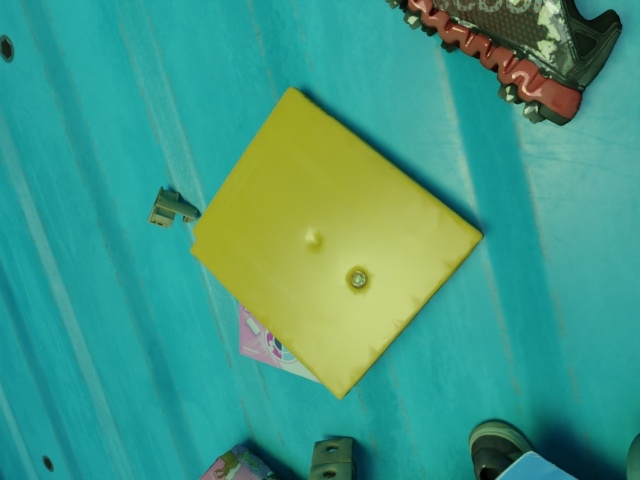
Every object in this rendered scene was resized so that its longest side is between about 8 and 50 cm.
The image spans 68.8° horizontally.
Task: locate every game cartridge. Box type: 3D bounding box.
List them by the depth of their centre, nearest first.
[{"bbox_3d":[0.000,0.000,0.636,0.323,0.052,0.285,42,104,16],"label":"game cartridge"}]

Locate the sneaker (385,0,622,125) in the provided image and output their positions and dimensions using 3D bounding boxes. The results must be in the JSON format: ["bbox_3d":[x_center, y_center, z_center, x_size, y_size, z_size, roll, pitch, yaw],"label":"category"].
[{"bbox_3d":[0.175,-0.244,0.473,0.276,0.097,0.135,42,121,11],"label":"sneaker"}]

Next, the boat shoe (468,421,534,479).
[{"bbox_3d":[0.287,0.374,0.594,0.102,0.092,0.285,-38,84,32],"label":"boat shoe"}]

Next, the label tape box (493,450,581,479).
[{"bbox_3d":[0.284,0.426,0.501,0.347,0.115,0.249,37,102,-9],"label":"label tape box"}]

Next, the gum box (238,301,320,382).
[{"bbox_3d":[-0.035,0.144,0.730,0.188,0.062,0.107,12,111,26],"label":"gum box"}]

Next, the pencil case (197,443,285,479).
[{"bbox_3d":[-0.052,0.527,0.800,0.385,0.160,0.167,30,160,19],"label":"pencil case"}]

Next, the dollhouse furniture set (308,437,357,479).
[{"bbox_3d":[0.085,0.393,0.718,0.183,0.129,0.130,-9,100,7],"label":"dollhouse furniture set"}]

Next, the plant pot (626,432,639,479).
[{"bbox_3d":[0.428,0.222,0.382,0.272,0.271,0.255,50,136,8],"label":"plant pot"}]

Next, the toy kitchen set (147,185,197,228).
[{"bbox_3d":[-0.258,-0.033,0.807,0.068,0.083,0.075,20,123,-23],"label":"toy kitchen set"}]
